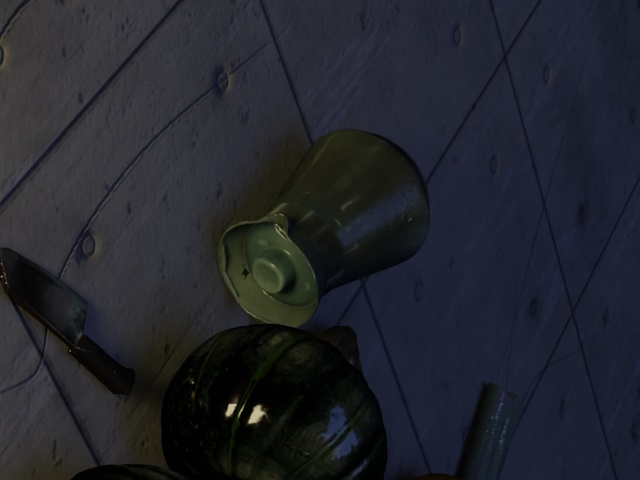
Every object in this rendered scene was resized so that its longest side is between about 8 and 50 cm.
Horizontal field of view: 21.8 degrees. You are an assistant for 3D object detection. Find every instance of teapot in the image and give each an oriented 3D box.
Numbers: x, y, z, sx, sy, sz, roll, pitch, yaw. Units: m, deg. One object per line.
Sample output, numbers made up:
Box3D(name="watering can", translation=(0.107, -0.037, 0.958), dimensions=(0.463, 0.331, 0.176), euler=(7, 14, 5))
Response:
Box3D(name="teapot", translation=(0.000, 0.000, 1.844), dimensions=(0.225, 0.171, 0.203), euler=(-39, 157, -43))

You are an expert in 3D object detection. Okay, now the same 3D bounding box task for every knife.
Box3D(name="knife", translation=(-0.241, 0.071, 1.564), dimensions=(0.230, 0.028, 0.060), euler=(50, 40, -46))

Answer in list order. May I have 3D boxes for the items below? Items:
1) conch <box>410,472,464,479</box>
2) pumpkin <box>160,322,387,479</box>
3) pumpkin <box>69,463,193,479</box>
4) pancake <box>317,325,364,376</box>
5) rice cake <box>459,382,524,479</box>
Box3D(name="conch", translation=(0.116, 0.350, 2.152), dimensions=(0.330, 0.093, 0.109), euler=(15, 99, -39))
Box3D(name="pumpkin", translation=(-0.052, 0.210, 1.682), dimensions=(0.216, 0.250, 0.250), euler=(-58, 140, -36))
Box3D(name="pumpkin", translation=(-0.155, 0.348, 1.497), dimensions=(0.296, 0.296, 0.295), euler=(-12, 105, -58))
Box3D(name="pancake", translation=(0.003, 0.220, 1.970), dimensions=(0.242, 0.050, 0.242), euler=(10, 90, -67))
Box3D(name="rice cake", translation=(0.236, 0.311, 2.379), dimensions=(0.080, 0.042, 0.221), euler=(48, 55, -46))
